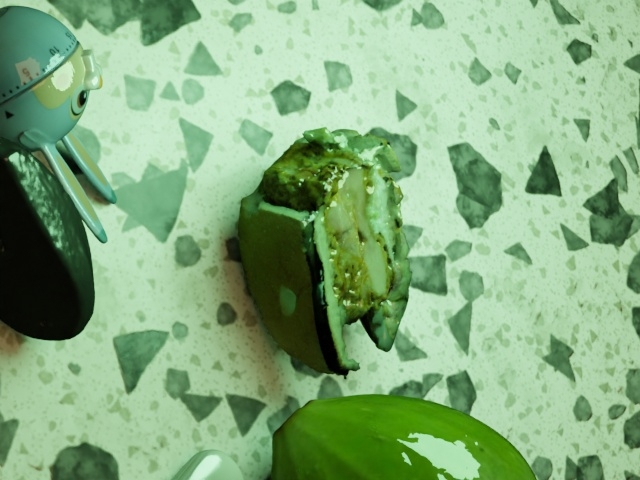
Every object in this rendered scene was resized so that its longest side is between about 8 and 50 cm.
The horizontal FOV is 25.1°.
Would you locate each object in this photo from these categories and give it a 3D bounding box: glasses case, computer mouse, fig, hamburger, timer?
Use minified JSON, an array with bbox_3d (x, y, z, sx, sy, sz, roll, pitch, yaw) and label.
[{"bbox_3d":[-0.157,0.316,1.596,0.074,0.049,0.193,49,58,-15],"label":"glasses case"},{"bbox_3d":[-0.319,-0.015,1.496,0.086,0.137,0.270,-74,147,-49],"label":"computer mouse"},{"bbox_3d":[0.080,0.304,1.624,0.316,0.316,0.316,8,75,-32],"label":"fig"},{"bbox_3d":[0.000,0.000,1.703,0.167,0.192,0.288,-22,117,-30],"label":"hamburger"},{"bbox_3d":[-0.286,-0.142,1.539,0.255,0.175,0.175,36,62,-15],"label":"timer"}]
